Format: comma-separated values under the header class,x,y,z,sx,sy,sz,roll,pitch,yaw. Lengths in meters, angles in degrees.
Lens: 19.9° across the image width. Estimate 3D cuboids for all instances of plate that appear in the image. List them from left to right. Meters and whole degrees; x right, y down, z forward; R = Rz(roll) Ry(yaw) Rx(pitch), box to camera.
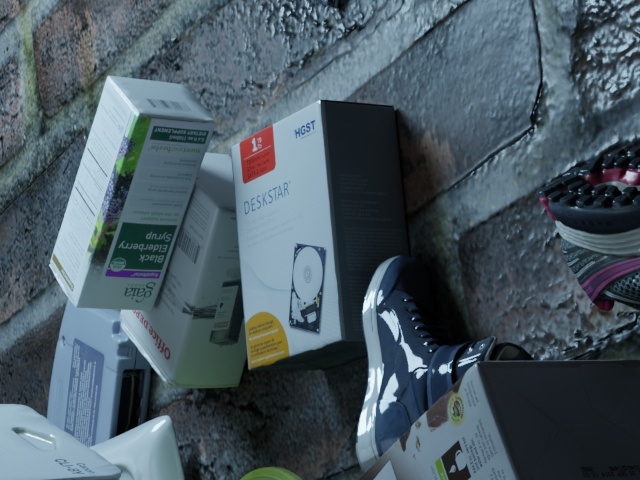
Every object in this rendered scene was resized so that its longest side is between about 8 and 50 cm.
class,x,y,z,sx,sy,sz,roll,pitch,yaw
plate,-0.241,0.368,2.121,0.278,0.045,0.277,-25,74,44

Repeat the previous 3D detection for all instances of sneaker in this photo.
class,x,y,z,sx,sy,sz,roll,pitch,yaw
sneaker,0.116,0.092,1.591,0.163,0.086,0.226,-27,46,37
sneaker,0.289,0.004,1.297,0.299,0.121,0.112,13,128,57

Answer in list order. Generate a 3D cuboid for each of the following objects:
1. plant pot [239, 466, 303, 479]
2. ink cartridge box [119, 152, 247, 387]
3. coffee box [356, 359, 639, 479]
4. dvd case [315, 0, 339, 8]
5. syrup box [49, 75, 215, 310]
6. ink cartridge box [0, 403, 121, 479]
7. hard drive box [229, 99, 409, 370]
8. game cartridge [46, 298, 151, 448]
class,x,y,z,sx,sy,sz,roll,pitch,yaw
plant pot,-0.152,0.372,1.842,0.276,0.254,0.276,-4,85,59
ink cartridge box,-0.131,0.031,1.984,0.158,0.092,0.218,45,124,50
coffee box,0.132,0.218,1.467,0.297,0.168,0.119,-51,47,44
dvd case,-0.003,-0.366,1.867,0.164,0.018,0.221,38,119,52
syrup box,-0.201,-0.047,1.926,0.096,0.093,0.237,49,126,48
ink cartridge box,-0.327,0.372,1.730,0.279,0.160,0.384,18,103,57
hard drive box,0.000,0.000,1.773,0.181,0.089,0.232,-24,68,55
game cartridge,-0.279,0.224,2.255,0.196,0.060,0.294,19,104,54
